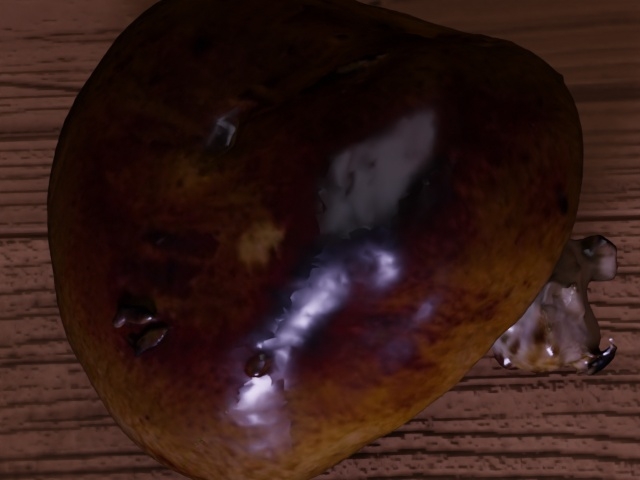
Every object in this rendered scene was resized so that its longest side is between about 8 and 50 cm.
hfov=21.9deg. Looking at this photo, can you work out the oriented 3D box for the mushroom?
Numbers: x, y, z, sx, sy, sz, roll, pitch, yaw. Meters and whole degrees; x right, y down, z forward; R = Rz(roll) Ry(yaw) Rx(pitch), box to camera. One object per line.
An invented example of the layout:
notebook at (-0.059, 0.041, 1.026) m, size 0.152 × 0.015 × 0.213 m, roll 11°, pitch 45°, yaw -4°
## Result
mushroom at (0.000, 0.000, 1.017) m, size 0.346 × 0.260 × 0.345 m, roll -14°, pitch 62°, yaw 27°
